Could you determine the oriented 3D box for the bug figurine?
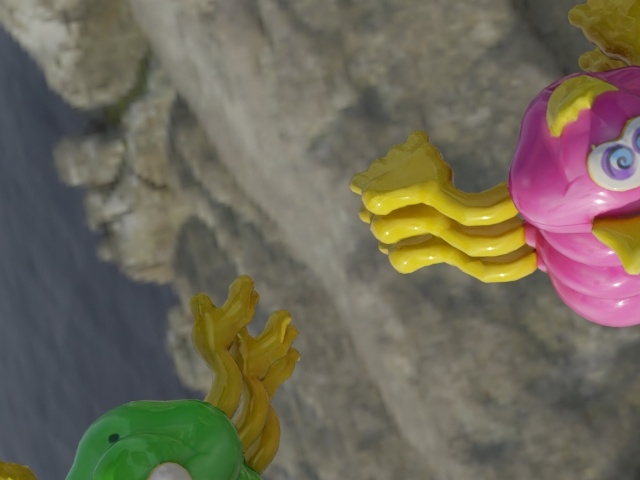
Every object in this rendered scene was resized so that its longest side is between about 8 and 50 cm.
[{"bbox_3d":[0.000,0.000,0.363,0.072,0.279,0.216,51,178,28],"label":"bug figurine"}]
